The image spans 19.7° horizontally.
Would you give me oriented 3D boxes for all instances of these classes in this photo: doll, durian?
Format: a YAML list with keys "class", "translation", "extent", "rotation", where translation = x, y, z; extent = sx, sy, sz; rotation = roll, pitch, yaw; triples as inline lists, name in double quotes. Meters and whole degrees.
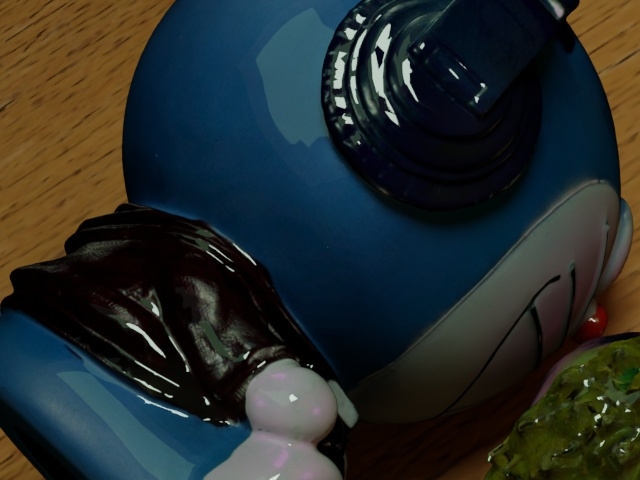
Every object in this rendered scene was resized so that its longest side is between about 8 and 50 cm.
- class: "doll"
  translation: [0.000, 0.000, 0.810]
  extent: [0.240, 0.284, 0.310]
  rotation: [44, 74, 2]
- class: "durian"
  translation: [0.126, 0.100, 0.744]
  extent: [0.187, 0.108, 0.119]
  rotation: [-34, 44, 1]
